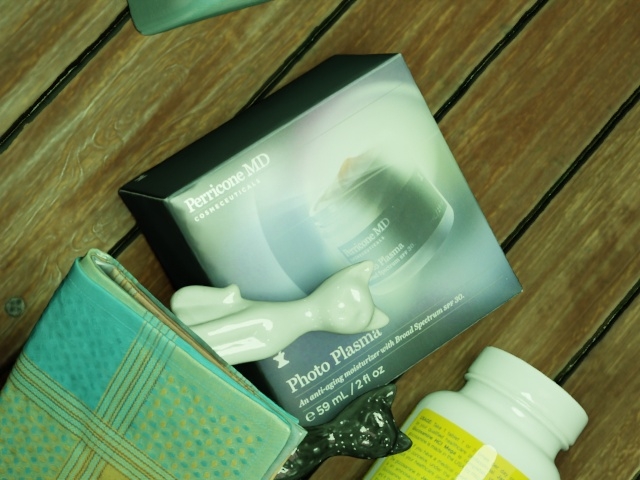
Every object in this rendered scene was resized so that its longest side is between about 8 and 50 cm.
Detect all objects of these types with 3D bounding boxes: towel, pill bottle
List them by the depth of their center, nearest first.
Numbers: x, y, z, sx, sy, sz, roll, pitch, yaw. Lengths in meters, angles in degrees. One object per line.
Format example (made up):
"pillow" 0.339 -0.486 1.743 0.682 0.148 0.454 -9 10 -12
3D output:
"towel" -0.201 0.218 1.606 0.271 0.040 0.370 39 121 10
"pill bottle" 0.141 0.289 1.838 0.188 0.188 0.334 41 80 -21

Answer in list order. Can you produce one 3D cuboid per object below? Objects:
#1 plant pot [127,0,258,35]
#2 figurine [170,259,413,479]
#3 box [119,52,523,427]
"plant pot" -0.065 -0.351 1.657 0.248 0.252 0.247 -19 103 -19
"figurine" -0.025 0.132 1.625 0.210 0.092 0.214 -12 105 -10
"box" 0.000 0.000 1.758 0.296 0.183 0.294 -34 105 -16
